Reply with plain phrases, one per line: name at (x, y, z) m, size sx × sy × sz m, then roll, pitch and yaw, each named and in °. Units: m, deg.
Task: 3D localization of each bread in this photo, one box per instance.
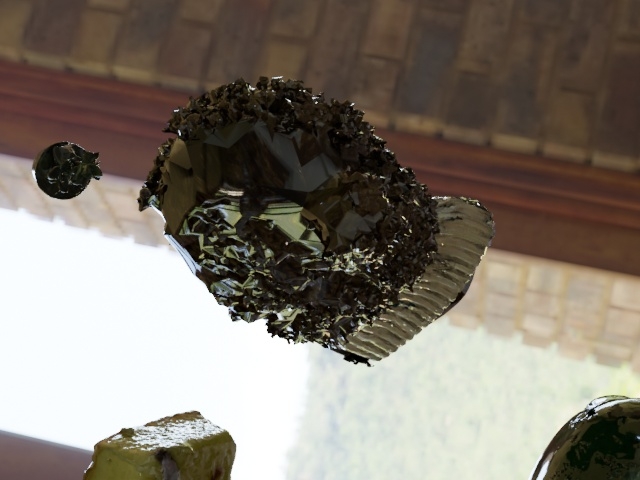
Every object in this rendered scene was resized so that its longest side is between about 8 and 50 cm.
bread at (-0.148, 0.334, 1.218) m, size 0.138 × 0.077 × 0.361 m, roll -1°, pitch -80°, yaw -55°

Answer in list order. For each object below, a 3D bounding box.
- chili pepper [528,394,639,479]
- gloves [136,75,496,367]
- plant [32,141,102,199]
chili pepper at (0.287, 0.268, 1.181) m, size 0.257 × 0.248 × 0.233 m, roll -63°, pitch 24°, yaw 3°
gloves at (0.002, -0.007, 1.069) m, size 0.312 × 0.210 × 0.135 m, roll 24°, pitch -127°, yaw -41°
plant at (-0.213, -0.058, 1.197) m, size 0.102 × 0.051 × 0.051 m, roll 11°, pitch 91°, yaw 66°
